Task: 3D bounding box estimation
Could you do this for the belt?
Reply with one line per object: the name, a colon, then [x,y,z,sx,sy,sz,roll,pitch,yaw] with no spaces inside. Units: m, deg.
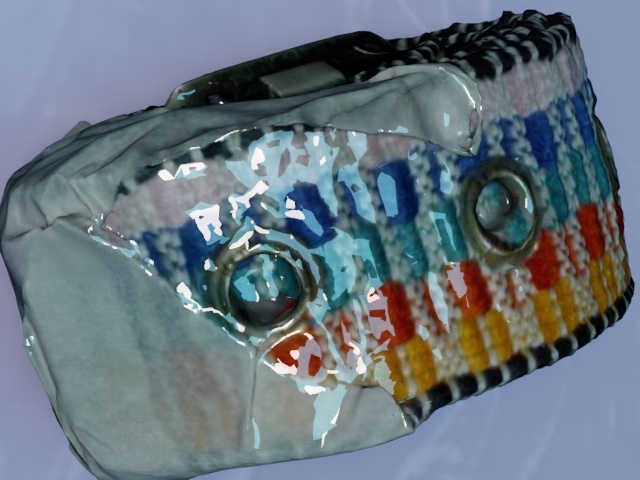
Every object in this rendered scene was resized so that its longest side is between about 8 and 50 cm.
belt: [0.000,0.000,0.655,0.258,0.207,0.150,-21,100,-30]
